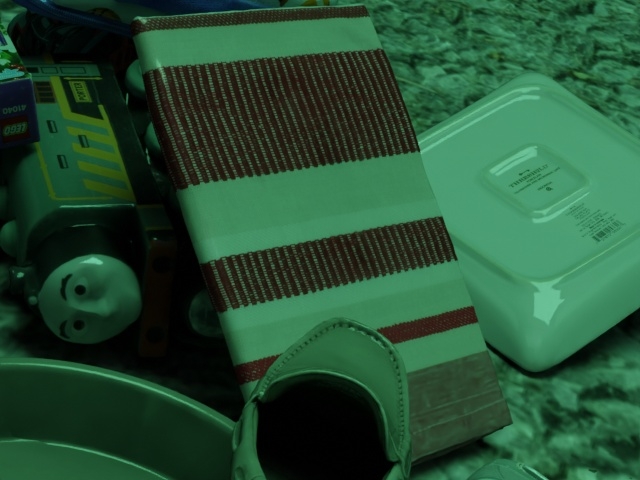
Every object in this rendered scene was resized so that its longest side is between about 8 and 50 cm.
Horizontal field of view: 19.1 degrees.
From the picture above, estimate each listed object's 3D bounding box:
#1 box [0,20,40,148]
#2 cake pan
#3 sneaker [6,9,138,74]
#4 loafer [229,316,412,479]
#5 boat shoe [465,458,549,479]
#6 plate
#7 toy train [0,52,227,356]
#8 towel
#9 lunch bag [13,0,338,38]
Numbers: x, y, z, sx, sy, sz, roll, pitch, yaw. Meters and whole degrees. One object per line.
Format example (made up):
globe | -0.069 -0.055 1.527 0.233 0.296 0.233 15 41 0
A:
box | -0.365 -0.109 1.352 0.293 0.057 0.201 -13 36 -16
cake pan | -0.135 0.168 1.074 0.293 0.054 0.293 16 26 -8
sneaker | -0.214 -0.154 1.639 0.125 0.104 0.262 6 19 4
loafer | 0.005 0.119 1.072 0.112 0.111 0.319 21 26 -2
boat shoe | 0.171 0.212 1.111 0.227 0.079 0.081 44 30 0
plate | 0.180 -0.036 1.593 0.277 0.045 0.278 -29 50 -29
toy train | -0.148 -0.032 1.386 0.190 0.142 0.334 -3 33 -16
towel | 0.000 0.000 1.293 0.237 0.037 0.329 -11 80 -48
lunch bag | -0.147 -0.229 1.542 0.303 0.115 0.243 12 25 -35
